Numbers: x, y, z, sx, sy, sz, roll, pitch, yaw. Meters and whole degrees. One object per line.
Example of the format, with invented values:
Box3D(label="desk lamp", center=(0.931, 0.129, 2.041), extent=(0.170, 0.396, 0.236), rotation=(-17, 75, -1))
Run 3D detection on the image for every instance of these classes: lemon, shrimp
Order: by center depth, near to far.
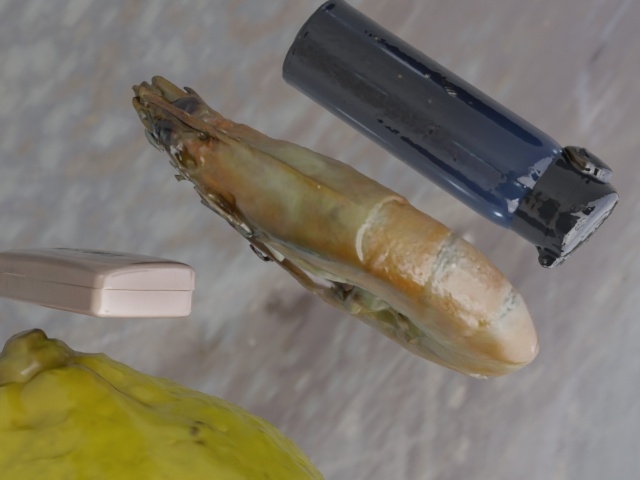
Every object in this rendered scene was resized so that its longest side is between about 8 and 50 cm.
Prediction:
Box3D(label="lemon", center=(-0.089, 0.198, 0.754), extent=(0.268, 0.268, 0.321), rotation=(-2, 92, -64))
Box3D(label="shrimp", center=(0.002, -0.003, 0.839), extent=(0.053, 0.236, 0.133), rotation=(-58, 172, -11))

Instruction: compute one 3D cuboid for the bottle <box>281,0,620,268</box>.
Box3D(label="bottle", center=(0.090, -0.077, 1.179), extent=(0.082, 0.244, 0.072), rotation=(-58, 163, 14))

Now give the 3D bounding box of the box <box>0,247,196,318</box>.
Box3D(label="box", center=(-0.098, 0.016, 0.719), extent=(0.048, 0.115, 0.025), rotation=(4, 90, -34))
